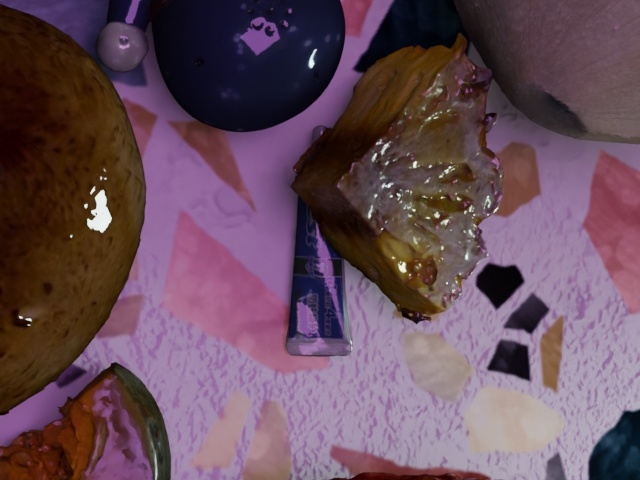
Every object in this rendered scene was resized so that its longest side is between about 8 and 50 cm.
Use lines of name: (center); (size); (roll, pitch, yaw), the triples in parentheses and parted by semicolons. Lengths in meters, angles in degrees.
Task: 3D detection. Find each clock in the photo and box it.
clock: (-0.093, -0.196, 1.182); (0.243, 0.146, 0.199); (46, 69, -1)

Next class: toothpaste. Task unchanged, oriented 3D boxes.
toothpaste: (0.000, 0.000, 1.248); (0.057, 0.035, 0.197); (1, 86, -2)

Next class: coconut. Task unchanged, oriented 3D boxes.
coconut: (0.263, -0.222, 1.233); (0.297, 0.297, 0.309); (43, 72, -10)

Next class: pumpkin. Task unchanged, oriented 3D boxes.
pumpkin: (-0.209, 0.211, 1.111); (0.248, 0.131, 0.126); (-39, 97, -15)

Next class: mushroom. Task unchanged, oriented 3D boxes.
mushroom: (-0.326, -0.027, 1.065); (0.331, 0.356, 0.334); (-60, 140, -16)

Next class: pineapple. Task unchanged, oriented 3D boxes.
pineapple: (0.068, -0.051, 1.212); (0.186, 0.114, 0.236); (5, 83, -34)

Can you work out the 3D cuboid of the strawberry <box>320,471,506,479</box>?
strawberry: (0.081, 0.312, 1.121); (0.310, 0.292, 0.291); (19, 79, -22)
